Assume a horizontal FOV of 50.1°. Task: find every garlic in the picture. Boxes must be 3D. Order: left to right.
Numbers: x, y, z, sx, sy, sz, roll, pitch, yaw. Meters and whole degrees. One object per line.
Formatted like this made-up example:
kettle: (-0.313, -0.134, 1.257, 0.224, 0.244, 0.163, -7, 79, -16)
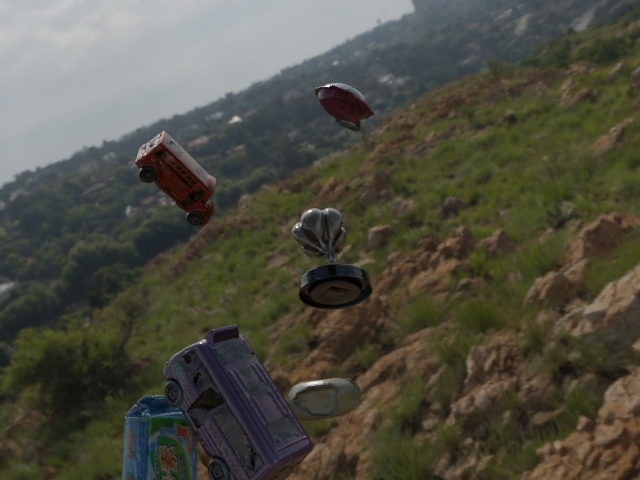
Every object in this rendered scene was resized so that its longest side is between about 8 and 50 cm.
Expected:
garlic: (0.000, 0.000, 1.654, 0.131, 0.127, 0.194, -16, 32, 7)

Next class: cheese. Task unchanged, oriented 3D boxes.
cheese: (0.025, 0.355, 1.562, 0.163, 0.082, 0.286, -9, -11, 15)
cheese: (0.037, -0.201, 1.043, 0.145, 0.095, 0.038, 65, -132, -76)

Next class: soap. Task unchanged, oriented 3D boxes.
soap: (-0.309, 0.448, 1.323, 0.077, 0.293, 0.156, -15, -22, 30)

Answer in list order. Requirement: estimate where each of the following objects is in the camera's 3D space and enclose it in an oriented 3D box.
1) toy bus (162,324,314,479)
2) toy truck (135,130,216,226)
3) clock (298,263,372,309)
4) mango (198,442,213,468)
toy bus: (-0.091, 0.184, 0.755, 0.086, 0.178, 0.098, -7, -37, -51)
toy truck: (-0.358, -0.156, 1.778, 0.114, 0.253, 0.107, -36, 29, 16)
clock: (0.036, 0.115, 1.694, 0.184, 0.184, 0.040, -19, 56, 22)
mango: (-0.234, 0.460, 1.684, 0.145, 0.112, 0.219, -38, 32, 32)
